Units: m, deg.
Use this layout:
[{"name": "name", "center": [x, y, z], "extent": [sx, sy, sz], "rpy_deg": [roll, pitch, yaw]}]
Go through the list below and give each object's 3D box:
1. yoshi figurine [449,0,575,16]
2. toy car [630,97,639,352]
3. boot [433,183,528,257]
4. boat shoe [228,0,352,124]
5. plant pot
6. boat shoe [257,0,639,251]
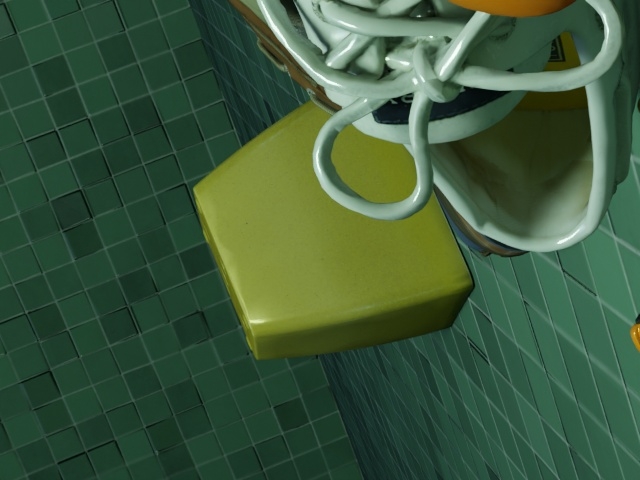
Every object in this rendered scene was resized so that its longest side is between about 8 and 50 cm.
[{"name": "yoshi figurine", "center": [0.104, -0.086, 0.223], "extent": [0.203, 0.203, 0.362], "rpy_deg": [60, 171, 6]}, {"name": "toy car", "center": [0.153, -0.001, 0.651], "extent": [0.122, 0.060, 0.040], "rpy_deg": [68, 161, -9]}, {"name": "boot", "center": [0.072, -0.084, 0.954], "extent": [0.106, 0.082, 0.219], "rpy_deg": [119, 127, -79]}, {"name": "boat shoe", "center": [-0.002, -0.167, 1.133], "extent": [0.324, 0.122, 0.120], "rpy_deg": [-121, 8, -59]}, {"name": "plant pot", "center": [0.000, 0.000, 1.364], "extent": [0.212, 0.187, 0.212], "rpy_deg": [94, 153, -77]}, {"name": "boat shoe", "center": [0.040, -0.085, 0.523], "extent": [0.367, 0.136, 0.156], "rpy_deg": [54, -141, -61]}]
